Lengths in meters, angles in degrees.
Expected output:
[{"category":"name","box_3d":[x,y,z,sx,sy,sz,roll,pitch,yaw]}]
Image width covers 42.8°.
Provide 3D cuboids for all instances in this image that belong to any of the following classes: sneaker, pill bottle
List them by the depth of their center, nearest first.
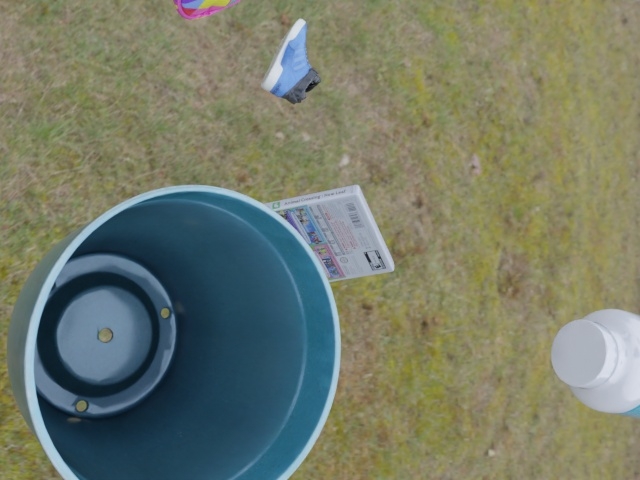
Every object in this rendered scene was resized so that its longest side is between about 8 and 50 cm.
[{"category":"pill bottle","box_3d":[0.450,0.181,1.176,0.264,0.146,0.146,16,69,-36]},{"category":"sneaker","box_3d":[-0.035,-0.295,1.368,0.084,0.058,0.152,29,60,-15]}]

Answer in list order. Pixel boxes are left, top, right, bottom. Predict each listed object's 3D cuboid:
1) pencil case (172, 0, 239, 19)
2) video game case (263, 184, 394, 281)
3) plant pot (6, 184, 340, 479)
[{"category":"pencil case","box_3d":[-0.152,-0.360,0.892,0.104,0.104,0.236,-16,76,-40]},{"category":"video game case","box_3d":[0.000,0.000,1.324,0.212,0.193,0.023,61,24,-49]},{"category":"plant pot","box_3d":[-0.165,0.096,0.754,0.271,0.255,0.272,2,86,-34]}]
